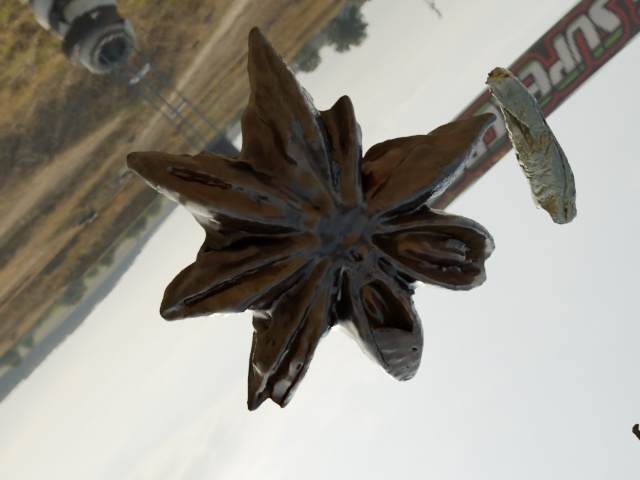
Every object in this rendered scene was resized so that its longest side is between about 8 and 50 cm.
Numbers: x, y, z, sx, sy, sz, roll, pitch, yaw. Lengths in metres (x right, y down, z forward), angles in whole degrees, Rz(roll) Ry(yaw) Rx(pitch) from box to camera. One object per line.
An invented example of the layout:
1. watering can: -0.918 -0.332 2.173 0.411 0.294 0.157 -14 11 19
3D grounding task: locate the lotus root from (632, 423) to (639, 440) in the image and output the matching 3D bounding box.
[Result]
1. lotus root: 0.254 0.018 0.255 0.272 0.272 0.192 -52 149 -28

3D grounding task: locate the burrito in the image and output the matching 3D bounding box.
1. burrito: 0.272 -0.121 0.994 0.058 0.229 0.063 -40 -160 -17

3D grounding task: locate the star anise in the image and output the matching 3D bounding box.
1. star anise: 0.006 -0.018 0.610 0.315 0.315 0.108 -48 -166 -6
